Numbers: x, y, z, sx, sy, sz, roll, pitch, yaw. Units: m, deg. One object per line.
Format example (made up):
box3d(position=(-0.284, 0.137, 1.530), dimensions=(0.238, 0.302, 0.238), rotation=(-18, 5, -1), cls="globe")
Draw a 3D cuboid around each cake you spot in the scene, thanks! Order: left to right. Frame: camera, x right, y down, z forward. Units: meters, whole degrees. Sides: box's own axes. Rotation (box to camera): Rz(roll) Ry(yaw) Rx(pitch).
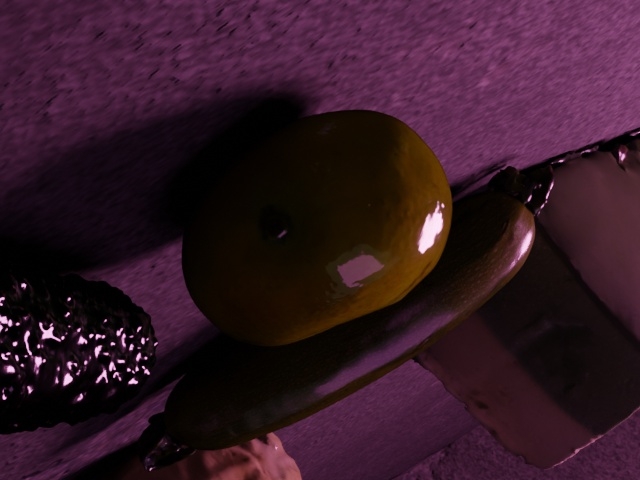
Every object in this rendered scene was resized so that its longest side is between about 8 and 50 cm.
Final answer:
box3d(position=(0.207, 0.034, 1.269), dimensions=(0.283, 0.172, 0.158), rotation=(-22, 166, -48), cls="cake")

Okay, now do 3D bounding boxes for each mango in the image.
box3d(position=(-0.005, 0.003, 0.773), dimensions=(0.117, 0.089, 0.163), rotation=(-28, 168, -23), cls="mango")

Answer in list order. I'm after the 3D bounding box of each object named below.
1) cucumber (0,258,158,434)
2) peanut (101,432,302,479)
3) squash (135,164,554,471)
box3d(position=(-0.123, 0.042, 0.670), dimensions=(0.072, 0.072, 0.300), rotation=(-34, 168, 7), cls="cucumber")
box3d(position=(-0.143, 0.229, 1.241), dimensions=(0.290, 0.130, 0.130), rotation=(-33, 168, -7), cls="peanut")
box3d(position=(0.019, 0.054, 1.086), dimensions=(0.318, 0.071, 0.080), rotation=(-33, 169, 2), cls="squash")
